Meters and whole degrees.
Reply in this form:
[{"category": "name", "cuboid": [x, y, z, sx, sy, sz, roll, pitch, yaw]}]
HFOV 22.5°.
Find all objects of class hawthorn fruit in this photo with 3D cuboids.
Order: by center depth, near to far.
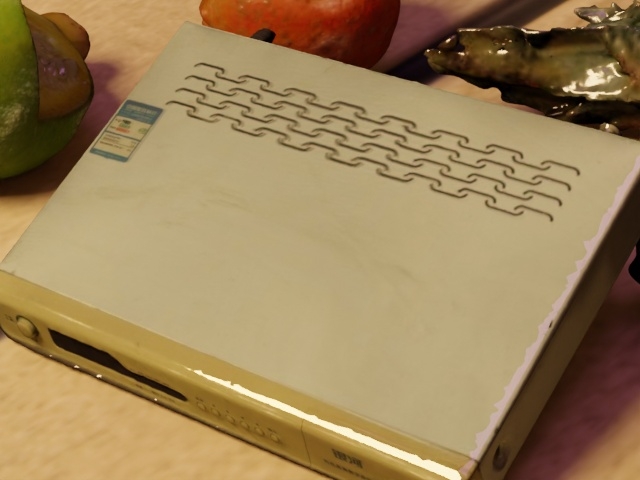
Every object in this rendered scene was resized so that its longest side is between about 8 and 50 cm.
[{"category": "hawthorn fruit", "cuboid": [-0.013, -0.143, 0.934, 0.128, 0.128, 0.128, -4, 36, 3]}]

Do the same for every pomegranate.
[{"category": "pomegranate", "cuboid": [-0.198, -0.094, 0.890, 0.143, 0.169, 0.122, 37, 89, 7]}]

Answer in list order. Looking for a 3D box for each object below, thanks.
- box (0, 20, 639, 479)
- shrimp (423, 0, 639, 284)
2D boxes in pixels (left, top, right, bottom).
[{"category": "box", "cuboid": [0.000, 0.000, 0.751, 0.270, 0.045, 0.211, 17, 61, 29]}, {"category": "shrimp", "cuboid": [0.238, -0.023, 0.773, 0.445, 0.085, 0.272, 19, 48, 25]}]
